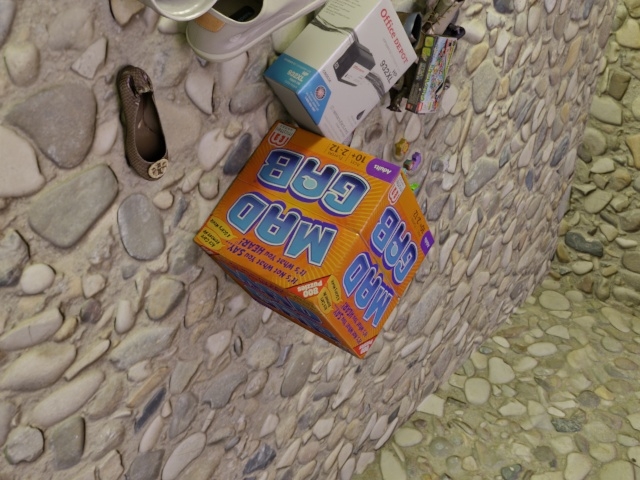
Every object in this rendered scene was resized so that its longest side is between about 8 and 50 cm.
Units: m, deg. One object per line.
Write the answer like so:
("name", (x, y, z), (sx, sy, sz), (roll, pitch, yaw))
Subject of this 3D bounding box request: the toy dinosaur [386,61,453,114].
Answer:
("toy dinosaur", (0.236, -0.437, 2.149), (0.313, 0.121, 0.160), (3, 98, -52))

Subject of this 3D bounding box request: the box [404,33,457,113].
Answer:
("box", (0.296, -0.445, 2.081), (0.114, 0.036, 0.207), (-16, 126, -50))

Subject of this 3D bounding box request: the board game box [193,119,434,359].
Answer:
("board game box", (0.000, 0.000, 1.843), (0.356, 0.356, 0.356), (-57, 149, -13))

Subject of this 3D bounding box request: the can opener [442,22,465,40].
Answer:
("can opener", (0.357, -0.575, 2.252), (0.186, 0.059, 0.073), (-39, 142, -36))

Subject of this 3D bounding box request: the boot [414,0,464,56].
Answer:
("boot", (0.299, -0.587, 2.068), (0.213, 0.077, 0.165), (-43, 175, -35))

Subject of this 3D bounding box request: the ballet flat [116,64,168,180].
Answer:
("ballet flat", (-0.329, -0.213, 1.474), (0.084, 0.058, 0.250), (-38, 141, -36))

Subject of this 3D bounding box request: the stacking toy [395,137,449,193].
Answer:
("stacking toy", (0.252, -0.206, 2.263), (0.221, 0.167, 0.052), (-43, 144, -33))

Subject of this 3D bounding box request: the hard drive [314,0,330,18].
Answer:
("hard drive", (0.070, -0.656, 1.772), (0.203, 0.040, 0.308), (-30, 136, -44))

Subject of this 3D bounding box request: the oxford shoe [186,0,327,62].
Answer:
("oxford shoe", (-0.082, -0.516, 1.512), (0.449, 0.169, 0.130), (-44, 165, -23))

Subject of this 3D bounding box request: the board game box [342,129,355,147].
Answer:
("board game box", (0.052, -0.359, 1.963), (0.165, 0.042, 0.243), (-5, 117, -55))

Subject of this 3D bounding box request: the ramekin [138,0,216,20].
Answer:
("ramekin", (-0.259, -0.491, 1.324), (0.207, 0.109, 0.207), (-37, 141, -38))

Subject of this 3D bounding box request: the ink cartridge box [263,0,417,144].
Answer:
("ink cartridge box", (0.052, -0.399, 1.777), (0.307, 0.129, 0.223), (-49, 141, -8))

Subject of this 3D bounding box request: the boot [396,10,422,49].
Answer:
("boot", (0.185, -0.487, 1.948), (0.082, 0.106, 0.219), (36, 61, -50))
